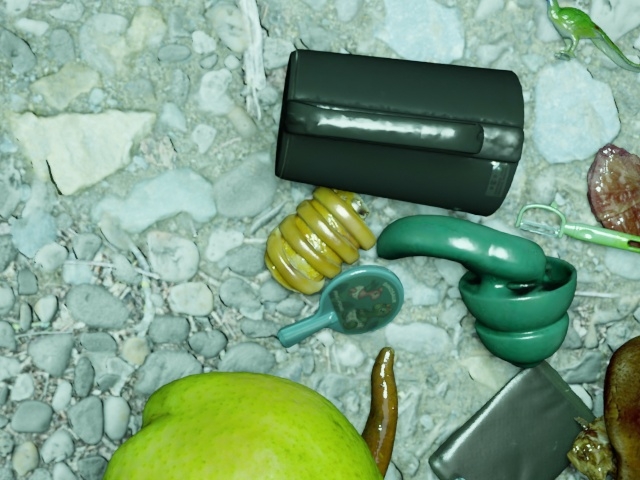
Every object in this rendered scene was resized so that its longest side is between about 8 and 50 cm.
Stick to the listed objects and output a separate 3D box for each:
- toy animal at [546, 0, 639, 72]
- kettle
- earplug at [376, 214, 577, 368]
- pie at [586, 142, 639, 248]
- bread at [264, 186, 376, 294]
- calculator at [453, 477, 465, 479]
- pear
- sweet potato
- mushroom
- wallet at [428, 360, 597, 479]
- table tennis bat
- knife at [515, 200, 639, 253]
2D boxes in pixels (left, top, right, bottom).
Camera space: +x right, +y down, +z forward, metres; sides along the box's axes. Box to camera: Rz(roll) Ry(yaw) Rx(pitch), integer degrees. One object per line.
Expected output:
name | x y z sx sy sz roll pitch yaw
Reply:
toy animal | 0.401 -0.292 1.156 0.216 0.041 0.075 36 88 -10
kettle | 0.098 -0.133 1.026 0.307 0.262 0.203 7 128 -7
earplug | 0.237 0.071 1.103 0.257 0.164 0.280 -20 105 3
pie | 0.511 -0.083 1.171 0.218 0.054 0.205 -14 94 -6
bread | 0.000 0.000 1.116 0.177 0.084 0.119 -43 95 3
calculator | 0.169 0.422 1.156 0.057 0.018 0.172 41 110 -6
pear | -0.107 0.347 0.995 0.390 0.391 0.391 0 93 -5
sweet potato | 0.086 0.293 1.154 0.057 0.057 0.265 13 88 -6
mushroom | 0.509 0.279 1.119 0.278 0.163 0.297 -19 97 -14
wallet | 0.300 0.314 1.178 0.245 0.052 0.169 -42 97 -6
table tennis bat | 0.028 0.105 1.133 0.201 0.033 0.124 -26 125 5
knife | 0.403 -0.020 1.147 0.212 0.015 0.054 15 101 13
